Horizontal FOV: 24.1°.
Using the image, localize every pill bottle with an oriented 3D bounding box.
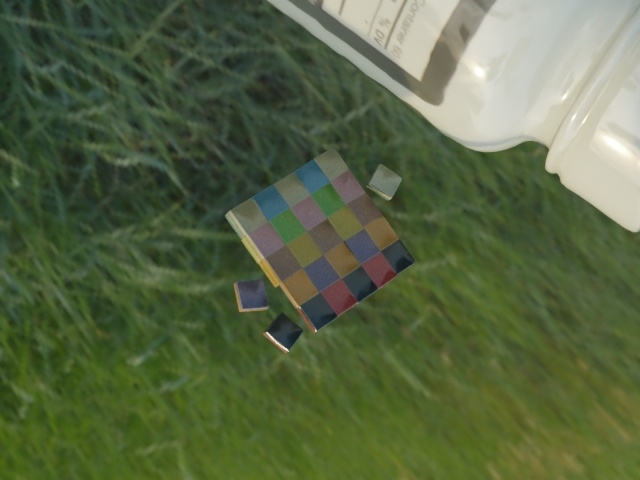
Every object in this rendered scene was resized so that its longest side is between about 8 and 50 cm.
[{"bbox_3d":[0.073,-0.177,0.794,0.204,0.361,0.204,-50,169,-13],"label":"pill bottle"}]

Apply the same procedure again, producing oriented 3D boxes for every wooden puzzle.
[{"bbox_3d":[0.000,0.000,0.503,0.083,0.049,0.006,-33,174,-34],"label":"wooden puzzle"}]
